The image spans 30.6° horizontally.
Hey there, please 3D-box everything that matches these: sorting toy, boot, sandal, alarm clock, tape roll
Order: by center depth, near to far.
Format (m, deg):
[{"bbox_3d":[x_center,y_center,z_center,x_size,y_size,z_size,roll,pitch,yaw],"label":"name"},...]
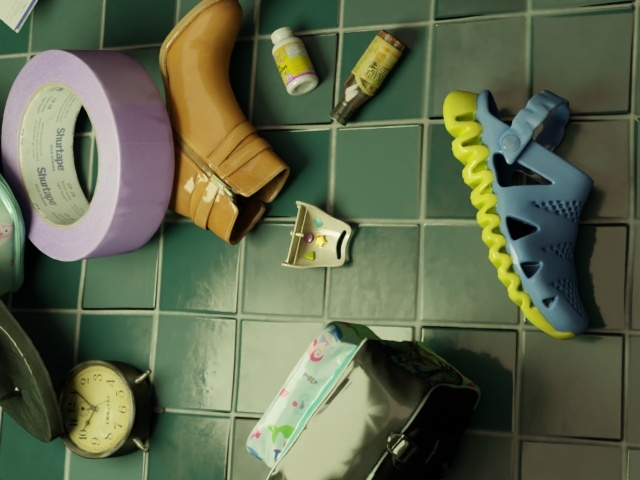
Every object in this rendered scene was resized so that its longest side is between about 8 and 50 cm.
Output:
[{"bbox_3d":[0.245,-0.045,1.318,0.138,0.126,0.317,-21,76,17],"label":"sandal"},{"bbox_3d":[0.000,0.000,1.467,0.075,0.045,0.083,13,88,18],"label":"sorting toy"},{"bbox_3d":[-0.125,-0.155,1.502,0.220,0.109,0.283,38,103,26],"label":"boot"},{"bbox_3d":[-0.493,0.090,1.512,0.446,0.107,0.167,57,145,-5],"label":"sandal"},{"bbox_3d":[-0.311,-0.113,1.541,0.274,0.090,0.275,7,100,44],"label":"tape roll"},{"bbox_3d":[-0.304,0.224,1.563,0.192,0.064,0.129,-1,83,22],"label":"alarm clock"}]

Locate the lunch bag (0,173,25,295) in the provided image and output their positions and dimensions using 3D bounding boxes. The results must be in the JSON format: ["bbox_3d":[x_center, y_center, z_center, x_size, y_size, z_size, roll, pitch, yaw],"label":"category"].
[{"bbox_3d":[-0.518,-0.051,1.628,0.279,0.107,0.224,47,147,25],"label":"lunch bag"}]

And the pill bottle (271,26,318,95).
[{"bbox_3d":[-0.036,-0.233,1.510,0.043,0.043,0.083,-28,72,19],"label":"pill bottle"}]

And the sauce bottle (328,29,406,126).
[{"bbox_3d":[0.057,-0.202,1.466,0.042,0.042,0.128,38,101,24],"label":"sauce bottle"}]

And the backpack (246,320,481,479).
[{"bbox_3d":[0.057,0.208,1.297,0.191,0.253,0.225,39,103,28],"label":"backpack"}]

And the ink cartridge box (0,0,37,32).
[{"bbox_3d":[-0.490,-0.448,1.737,0.332,0.065,0.165,40,100,25],"label":"ink cartridge box"}]
